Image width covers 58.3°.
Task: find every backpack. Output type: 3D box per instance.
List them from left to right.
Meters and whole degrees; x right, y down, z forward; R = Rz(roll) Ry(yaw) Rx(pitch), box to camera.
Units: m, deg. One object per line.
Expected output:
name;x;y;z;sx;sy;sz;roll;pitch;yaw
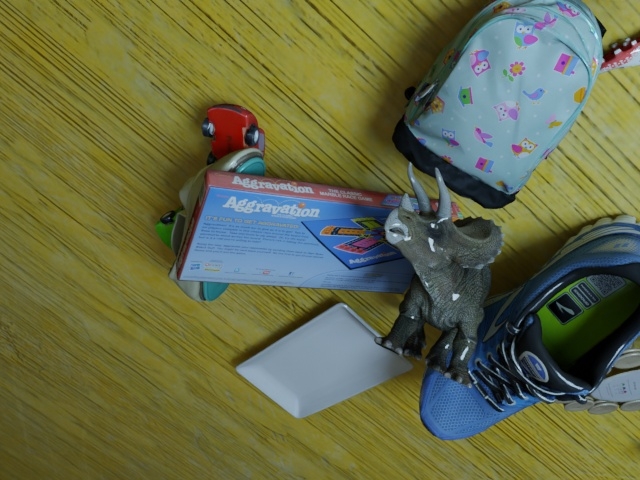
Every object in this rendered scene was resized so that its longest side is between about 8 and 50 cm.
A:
backpack;0.159;-0.123;0.492;0.152;0.115;0.182;29;132;-2

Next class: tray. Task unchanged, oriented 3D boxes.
tray;-0.001;0.182;0.861;0.145;0.030;0.270;42;130;-14

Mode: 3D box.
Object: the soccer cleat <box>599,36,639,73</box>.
soccer cleat;0.272;-0.157;0.478;0.083;0.029;0.035;-27;109;31

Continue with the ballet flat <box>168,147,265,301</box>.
ballet flat;-0.130;-0.023;0.648;0.086;0.086;0.248;26;133;1

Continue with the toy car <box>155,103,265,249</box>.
toy car;-0.113;-0.042;0.710;0.225;0.053;0.239;-17;119;32

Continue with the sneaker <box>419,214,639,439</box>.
sneaker;0.210;0.109;0.596;0.130;0.147;0.330;45;120;11

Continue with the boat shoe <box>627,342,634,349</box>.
boat shoe;0.269;0.127;0.687;0.184;0.066;0.063;-16;109;32

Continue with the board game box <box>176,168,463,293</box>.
board game box;0.000;0.000;0.621;0.282;0.027;0.145;6;138;-24

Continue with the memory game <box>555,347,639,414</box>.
memory game;0.362;0.164;0.667;0.186;0.012;0.186;-1;143;-1

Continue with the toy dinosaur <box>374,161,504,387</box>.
toy dinosaur;0.132;0.054;0.598;0.121;0.160;0.313;23;175;20
